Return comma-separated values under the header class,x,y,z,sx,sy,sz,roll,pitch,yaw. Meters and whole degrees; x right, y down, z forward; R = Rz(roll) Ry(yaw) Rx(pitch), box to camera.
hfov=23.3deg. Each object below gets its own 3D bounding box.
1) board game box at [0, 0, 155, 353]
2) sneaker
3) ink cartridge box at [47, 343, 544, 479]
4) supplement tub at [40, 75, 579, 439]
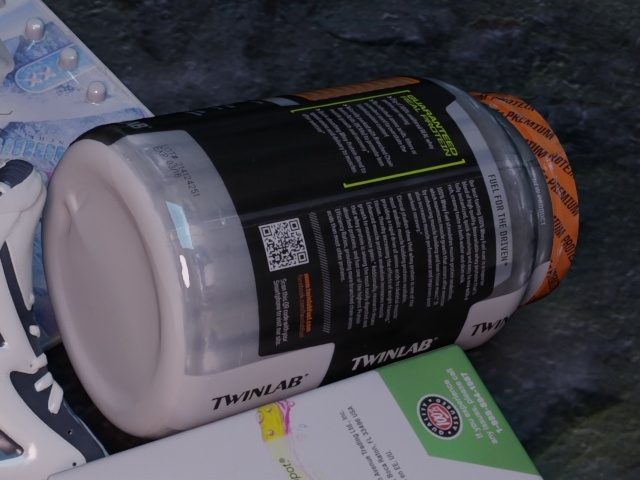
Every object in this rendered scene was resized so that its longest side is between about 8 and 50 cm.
class,x,y,z,sx,sy,sz,roll,pitch,yaw
board game box,-0.311,-0.067,1.065,0.390,0.050,0.390,-32,66,-33
sneaker,-0.179,0.082,0.926,0.153,0.094,0.235,28,68,-29
ink cartridge box,-0.001,0.203,0.895,0.278,0.117,0.201,-16,58,-26
supplement tub,0.000,0.000,0.993,0.316,0.194,0.194,-13,57,-32
